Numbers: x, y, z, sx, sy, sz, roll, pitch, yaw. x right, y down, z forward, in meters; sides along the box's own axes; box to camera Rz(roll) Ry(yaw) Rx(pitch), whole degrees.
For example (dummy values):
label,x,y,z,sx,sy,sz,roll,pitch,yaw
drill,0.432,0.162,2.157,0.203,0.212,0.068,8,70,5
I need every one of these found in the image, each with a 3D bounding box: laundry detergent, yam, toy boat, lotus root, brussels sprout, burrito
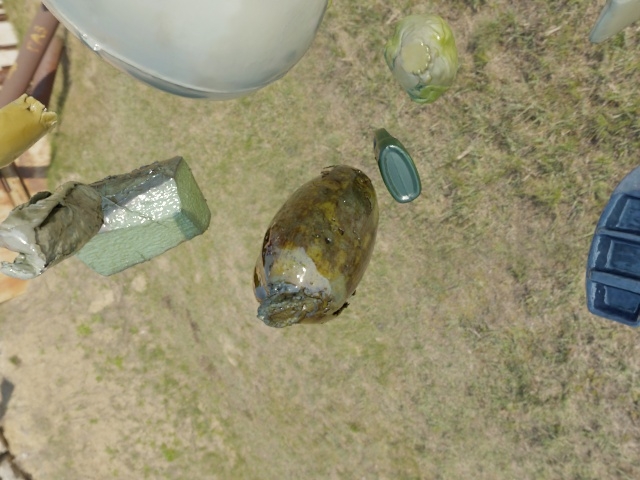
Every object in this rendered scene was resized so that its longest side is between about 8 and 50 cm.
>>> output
label,x,y,z,sx,sy,sz,roll,pitch,yaw
laundry detergent,0.138,-0.157,0.866,0.137,0.062,0.211,59,-167,-20
yam,-0.396,-0.067,0.988,0.203,0.270,0.202,73,179,-53
toy boat,0.548,0.003,0.777,0.127,0.078,0.284,23,108,55
lotus root,0.000,0.000,0.759,0.179,0.398,0.196,11,126,13
brussels sprout,0.345,-0.632,1.549,0.242,0.316,0.274,-13,78,26
burrito,-0.230,-0.018,0.396,0.188,0.044,0.058,-118,10,-70

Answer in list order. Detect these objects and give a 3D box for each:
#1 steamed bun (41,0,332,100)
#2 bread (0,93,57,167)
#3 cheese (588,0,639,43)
label,x,y,z,sx,sy,sz,roll,pitch,yaw
steamed bun,-0.160,-0.341,0.504,0.374,0.334,0.333,44,147,-11
bread,-0.625,-0.210,0.896,0.134,0.173,0.085,-5,131,42
cheese,0.498,-0.376,0.533,0.034,0.400,0.085,55,180,26
